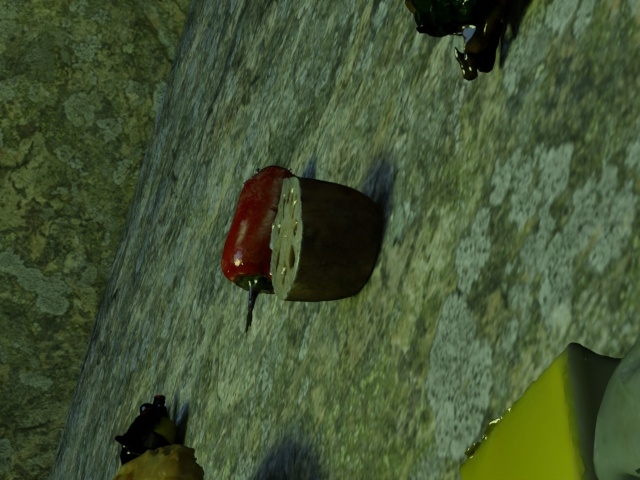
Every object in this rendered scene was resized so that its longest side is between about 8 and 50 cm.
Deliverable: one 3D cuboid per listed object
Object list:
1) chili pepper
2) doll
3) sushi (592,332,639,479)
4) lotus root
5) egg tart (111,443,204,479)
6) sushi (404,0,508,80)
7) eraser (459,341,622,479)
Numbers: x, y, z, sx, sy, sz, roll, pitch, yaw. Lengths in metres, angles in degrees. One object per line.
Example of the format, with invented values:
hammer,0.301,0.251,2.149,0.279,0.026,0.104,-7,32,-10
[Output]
chili pepper,-0.064,0.017,1.439,0.086,0.084,0.192,95,-175,-60
doll,-0.244,0.287,1.904,0.249,0.088,0.127,144,117,-82
sushi,0.144,0.131,0.436,0.124,0.130,0.332,-157,82,-73
lotus root,-0.001,0.003,1.210,0.122,0.081,0.112,-173,94,-75
egg tart,-0.150,0.404,1.229,0.443,0.178,0.443,-164,90,-75
sushi,0.095,-0.259,0.928,0.140,0.149,0.287,-58,-40,-40
eraser,0.115,0.182,0.628,0.158,0.069,0.226,121,158,-44
